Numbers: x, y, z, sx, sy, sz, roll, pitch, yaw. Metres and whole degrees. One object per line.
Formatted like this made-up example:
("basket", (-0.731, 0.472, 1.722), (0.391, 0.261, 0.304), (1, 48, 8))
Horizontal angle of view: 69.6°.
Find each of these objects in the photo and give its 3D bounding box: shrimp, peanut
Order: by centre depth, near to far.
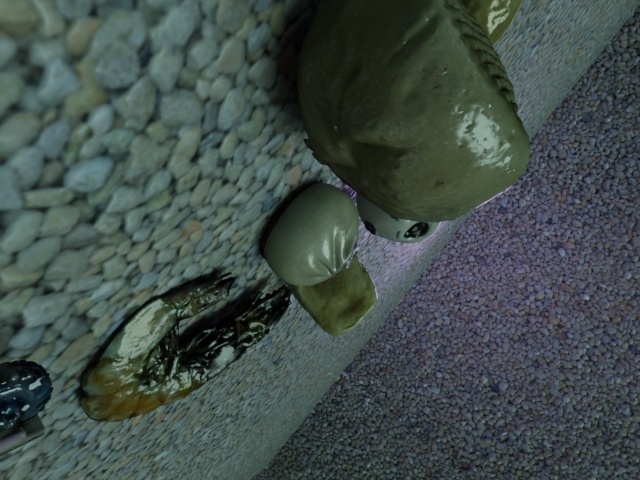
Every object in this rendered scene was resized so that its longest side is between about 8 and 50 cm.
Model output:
("peanut", (0.202, -0.308, 0.602), (0.140, 0.109, 0.159), (-45, 160, -40))
("shrimp", (-0.171, 0.133, 0.681), (0.364, 0.071, 0.233), (-29, 147, -37))

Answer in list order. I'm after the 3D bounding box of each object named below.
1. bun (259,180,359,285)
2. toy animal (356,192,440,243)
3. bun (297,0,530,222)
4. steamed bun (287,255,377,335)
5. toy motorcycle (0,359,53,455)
("bun", (0.000, 0.000, 0.725), (0.173, 0.119, 0.173), (-46, 162, -20))
("toy animal", (0.170, -0.096, 0.852), (0.235, 0.165, 0.187), (-32, 133, -45))
("bun", (0.090, -0.142, 0.499), (0.204, 0.282, 0.281), (-31, 174, 33))
("steamed bun", (0.017, 0.094, 0.920), (0.140, 0.172, 0.155), (-36, 177, -11))
("toy motorcycle", (-0.339, 0.196, 0.347), (0.239, 0.108, 0.204), (-2, 128, -36))
